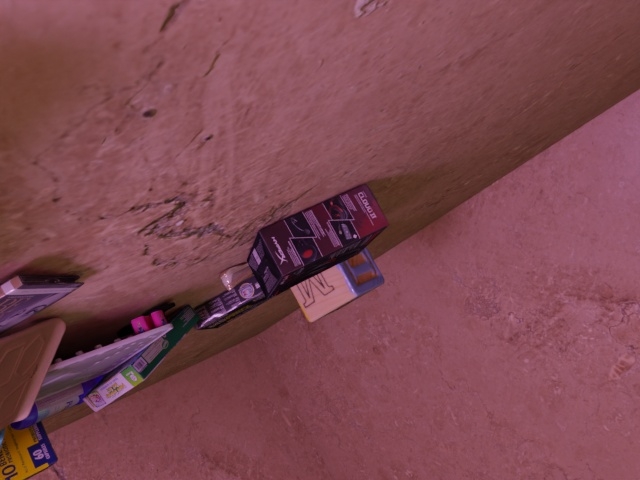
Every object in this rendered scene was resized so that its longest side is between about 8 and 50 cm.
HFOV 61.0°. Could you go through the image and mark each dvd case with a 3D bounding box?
[{"bbox_3d":[-0.437,0.109,0.701,0.221,0.018,0.164,-32,176,-2],"label":"dvd case"}]

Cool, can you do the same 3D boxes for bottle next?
[{"bbox_3d":[-0.648,0.383,1.395,0.118,0.092,0.283,-37,168,37],"label":"bottle"}]

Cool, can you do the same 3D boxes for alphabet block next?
[{"bbox_3d":[0.038,0.105,1.630,0.197,0.193,0.192,-35,168,32],"label":"alphabet block"}]

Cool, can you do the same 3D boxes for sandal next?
[{"bbox_3d":[-0.401,0.195,1.275,0.179,0.040,0.067,-33,168,23],"label":"sandal"}]

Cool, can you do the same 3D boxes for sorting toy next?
[{"bbox_3d":[-0.486,0.218,0.825,0.208,0.038,0.193,-13,126,-87],"label":"sorting toy"}]

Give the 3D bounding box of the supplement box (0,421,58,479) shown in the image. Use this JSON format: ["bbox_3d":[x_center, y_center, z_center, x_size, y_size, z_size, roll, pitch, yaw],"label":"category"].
[{"bbox_3d":[-0.885,0.564,1.351,0.356,0.194,0.195,-21,168,-42],"label":"supplement box"}]

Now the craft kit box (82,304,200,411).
[{"bbox_3d":[-0.452,0.297,1.383,0.246,0.061,0.250,-32,-168,34],"label":"craft kit box"}]

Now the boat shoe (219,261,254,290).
[{"bbox_3d":[-0.170,0.076,1.300,0.153,0.048,0.056,-19,167,-45],"label":"boat shoe"}]

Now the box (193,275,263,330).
[{"bbox_3d":[-0.234,0.176,1.614,0.270,0.060,0.216,-29,171,1],"label":"box"}]

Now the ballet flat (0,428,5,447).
[{"bbox_3d":[-0.707,0.424,1.038,0.147,0.147,0.409,-20,170,-42],"label":"ballet flat"}]

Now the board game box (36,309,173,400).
[{"bbox_3d":[-0.558,0.274,1.124,0.390,0.050,0.390,-16,167,-47],"label":"board game box"}]

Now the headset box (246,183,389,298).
[{"bbox_3d":[0.000,0.000,1.201,0.293,0.110,0.218,-25,170,-22],"label":"headset box"}]
